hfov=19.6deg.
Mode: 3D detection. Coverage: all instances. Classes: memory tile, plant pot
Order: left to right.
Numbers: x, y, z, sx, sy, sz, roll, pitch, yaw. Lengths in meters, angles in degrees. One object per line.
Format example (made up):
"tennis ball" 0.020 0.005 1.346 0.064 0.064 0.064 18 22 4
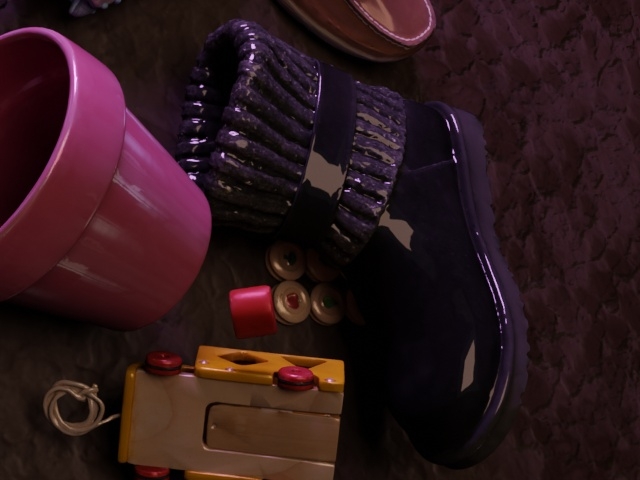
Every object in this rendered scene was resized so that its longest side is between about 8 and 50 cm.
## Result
"plant pot" -0.185 -0.027 1.346 0.180 0.201 0.201 33 57 -40
"memory tile" 0.000 0.000 1.566 0.113 0.012 0.148 4 72 -34

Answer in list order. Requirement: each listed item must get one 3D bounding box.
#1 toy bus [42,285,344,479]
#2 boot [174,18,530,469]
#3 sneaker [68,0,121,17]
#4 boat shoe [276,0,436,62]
"toy bus" -0.075 0.130 1.410 0.191 0.104 0.202 -37 99 7
"boot" 0.016 0.004 1.475 0.260 0.131 0.348 17 50 -35
"sneaker" -0.169 -0.244 1.489 0.110 0.122 0.283 39 24 29
"boat shoe" -0.007 -0.293 1.596 0.324 0.116 0.123 49 54 -11
